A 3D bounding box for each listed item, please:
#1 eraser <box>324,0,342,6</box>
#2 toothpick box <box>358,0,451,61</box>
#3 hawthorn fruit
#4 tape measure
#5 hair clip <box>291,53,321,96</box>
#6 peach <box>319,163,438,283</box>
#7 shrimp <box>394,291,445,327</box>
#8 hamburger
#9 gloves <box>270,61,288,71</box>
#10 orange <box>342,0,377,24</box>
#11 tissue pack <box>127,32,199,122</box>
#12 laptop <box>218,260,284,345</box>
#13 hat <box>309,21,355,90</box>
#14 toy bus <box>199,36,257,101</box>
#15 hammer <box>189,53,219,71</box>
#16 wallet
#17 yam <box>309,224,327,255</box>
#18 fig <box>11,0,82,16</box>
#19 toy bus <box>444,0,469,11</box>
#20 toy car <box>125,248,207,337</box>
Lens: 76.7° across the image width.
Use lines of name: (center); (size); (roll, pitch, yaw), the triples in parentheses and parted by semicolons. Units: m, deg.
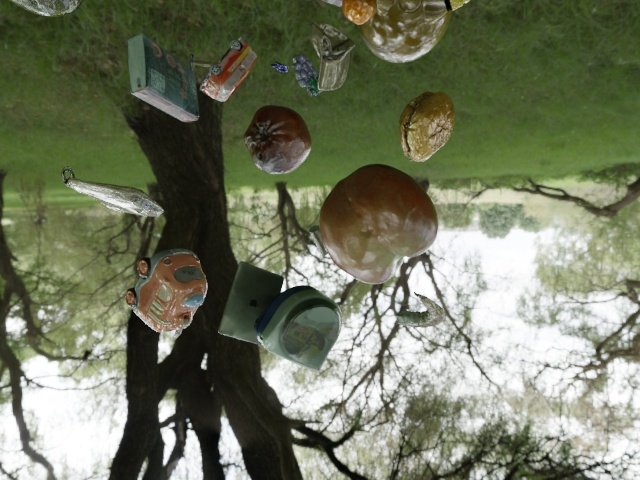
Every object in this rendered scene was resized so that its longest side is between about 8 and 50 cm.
eraser: (0.055, -1.006, 1.659); (0.105, 0.026, 0.065); (-1, 165, -30)
toothpick box: (0.363, -0.998, 1.736); (0.409, 0.408, 0.425); (-2, -169, 3)
hawthorn fruit: (-0.188, -0.452, 1.842); (0.308, 0.308, 0.325); (-2, 175, 5)
tape measure: (-0.056, 0.289, 1.363); (0.259, 0.262, 0.138); (34, -175, -34)
hair clip: (-0.065, -0.731, 1.803); (0.052, 0.195, 0.124); (7, -125, 53)
peach: (0.118, -0.039, 0.875); (0.253, 0.252, 0.252); (-3, -174, 0)
shrimp: (0.442, 0.316, 1.741); (0.185, 0.068, 0.287); (15, 151, 1)
hamburger: (0.483, -0.510, 1.815); (0.319, 0.318, 0.158); (-8, -151, -44)
gloves: (-0.160, -0.681, 1.585); (0.064, 0.026, 0.086); (10, -169, 12)
orange: (0.090, -0.549, 0.943); (0.084, 0.083, 0.083); (-3, -174, 0)
tissue pack: (-0.623, -0.640, 1.631); (0.103, 0.227, 0.316); (-8, 173, 19)
laptop: (-0.244, 0.227, 1.463); (0.188, 0.269, 0.015); (23, 157, -23)
hat: (0.011, -0.601, 1.329); (0.166, 0.173, 0.144); (-12, -124, -49)
toy bus: (-0.227, -0.420, 1.009); (0.077, 0.174, 0.079); (36, 151, -20)
hammer: (-0.408, -0.669, 1.555); (0.199, 0.062, 0.013); (-11, -150, -40)
wallet: (-0.749, -0.160, 1.502); (0.275, 0.068, 0.335); (13, 167, 5)
yam: (0.000, 0.000, 1.701); (0.054, 0.132, 0.054); (-22, -154, 11)
fig: (-0.619, -0.625, 0.875); (0.195, 0.244, 0.195); (7, -154, -3)
toy bus: (0.238, -0.620, 0.753); (0.151, 0.331, 0.145); (-17, -157, 22)
toy car: (-0.476, 0.171, 1.306); (0.212, 0.270, 0.181); (40, -158, 23)
